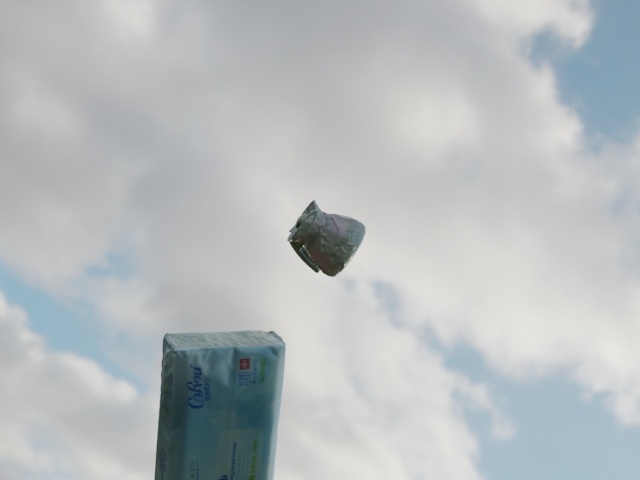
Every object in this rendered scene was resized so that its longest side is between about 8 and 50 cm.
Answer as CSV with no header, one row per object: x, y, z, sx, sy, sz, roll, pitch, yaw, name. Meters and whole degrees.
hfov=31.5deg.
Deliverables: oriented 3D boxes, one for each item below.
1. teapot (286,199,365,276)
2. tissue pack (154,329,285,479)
0.000,0.000,1.126,0.064,0.064,0.083,34,-40,-8,teapot
-0.144,0.265,1.629,0.089,0.177,0.263,26,-66,61,tissue pack
